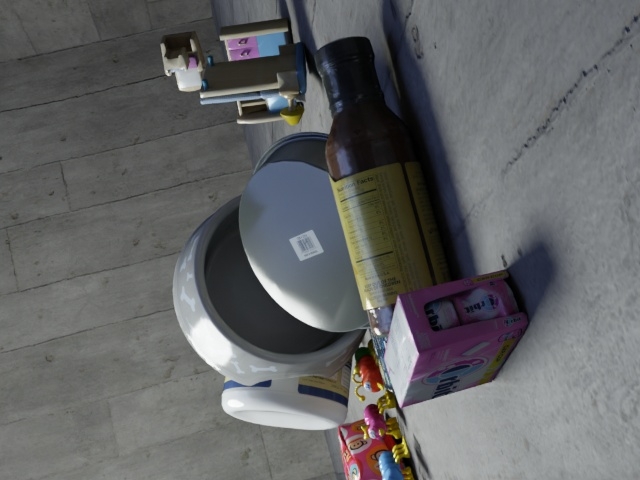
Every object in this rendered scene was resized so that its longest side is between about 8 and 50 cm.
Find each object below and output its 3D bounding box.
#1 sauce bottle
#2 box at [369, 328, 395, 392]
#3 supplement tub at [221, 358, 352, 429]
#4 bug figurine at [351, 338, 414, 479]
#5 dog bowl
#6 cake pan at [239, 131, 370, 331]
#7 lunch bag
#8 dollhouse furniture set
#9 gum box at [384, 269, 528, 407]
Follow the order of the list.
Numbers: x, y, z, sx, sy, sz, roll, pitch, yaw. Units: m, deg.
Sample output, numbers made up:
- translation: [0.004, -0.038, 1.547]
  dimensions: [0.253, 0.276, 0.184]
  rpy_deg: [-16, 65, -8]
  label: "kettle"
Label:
- translation: [0.070, -0.064, 0.987]
  dimensions: [0.111, 0.111, 0.345]
  rpy_deg: [132, 125, -81]
  label: "sauce bottle"
- translation: [0.106, 0.118, 1.257]
  dimensions: [0.175, 0.051, 0.220]
  rpy_deg: [141, 114, -82]
  label: "box"
- translation: [-0.049, 0.172, 1.553]
  dimensions: [0.228, 0.228, 0.316]
  rpy_deg: [96, -179, -69]
  label: "supplement tub"
- translation: [0.100, 0.290, 1.466]
  dimensions: [0.216, 0.072, 0.279]
  rpy_deg: [-103, 1, -73]
  label: "bug figurine"
- translation: [-0.064, 0.068, 1.402]
  dimensions: [0.102, 0.348, 0.349]
  rpy_deg: [126, 131, -63]
  label: "dog bowl"
- translation: [0.000, 0.000, 1.146]
  dimensions: [0.293, 0.054, 0.293]
  rpy_deg: [20, 125, 31]
  label: "cake pan"
- translation: [0.112, 0.501, 1.658]
  dimensions: [0.258, 0.120, 0.293]
  rpy_deg: [-128, 25, -74]
  label: "lunch bag"
- translation: [-0.161, -0.267, 1.628]
  dimensions: [0.303, 0.286, 0.198]
  rpy_deg: [-95, -4, -56]
  label: "dollhouse furniture set"
- translation: [0.129, 0.100, 0.842]
  dimensions: [0.188, 0.107, 0.062]
  rpy_deg: [91, 163, -63]
  label: "gum box"
